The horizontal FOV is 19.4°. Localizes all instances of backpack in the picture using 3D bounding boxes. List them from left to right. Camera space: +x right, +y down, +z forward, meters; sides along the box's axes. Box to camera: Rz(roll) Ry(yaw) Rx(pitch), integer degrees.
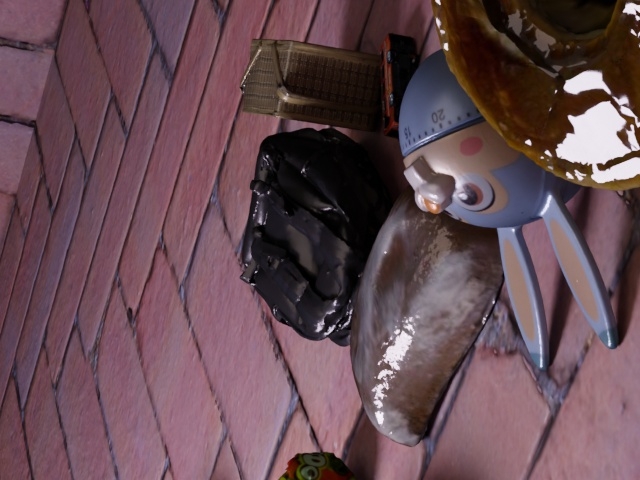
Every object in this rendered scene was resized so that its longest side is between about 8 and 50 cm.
[{"bbox_3d":[0.000,0.000,1.863,0.258,0.133,0.206,-129,48,-55],"label":"backpack"}]

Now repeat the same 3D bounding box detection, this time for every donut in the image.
[{"bbox_3d":[0.198,-0.203,1.252,0.330,0.160,0.330,30,138,32],"label":"donut"}]

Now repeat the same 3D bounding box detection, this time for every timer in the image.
[{"bbox_3d":[0.136,-0.040,1.445,0.175,0.175,0.255,154,122,-66],"label":"timer"}]

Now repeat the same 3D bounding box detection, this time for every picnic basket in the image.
[{"bbox_3d":[-0.009,-0.163,1.953,0.164,0.115,0.079,-161,78,-70],"label":"picnic basket"}]

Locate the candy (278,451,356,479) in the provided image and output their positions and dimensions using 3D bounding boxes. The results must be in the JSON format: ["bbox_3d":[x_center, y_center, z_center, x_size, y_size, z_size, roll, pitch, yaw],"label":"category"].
[{"bbox_3d":[-0.009,0.356,1.822,0.091,0.083,0.305,-19,-68,-71],"label":"candy"}]

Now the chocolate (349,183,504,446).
[{"bbox_3d":[0.078,0.050,1.675,0.157,0.080,0.254,-107,33,-51],"label":"chocolate"}]

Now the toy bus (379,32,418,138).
[{"bbox_3d":[0.076,-0.151,1.840,0.043,0.031,0.110,125,149,-55],"label":"toy bus"}]
